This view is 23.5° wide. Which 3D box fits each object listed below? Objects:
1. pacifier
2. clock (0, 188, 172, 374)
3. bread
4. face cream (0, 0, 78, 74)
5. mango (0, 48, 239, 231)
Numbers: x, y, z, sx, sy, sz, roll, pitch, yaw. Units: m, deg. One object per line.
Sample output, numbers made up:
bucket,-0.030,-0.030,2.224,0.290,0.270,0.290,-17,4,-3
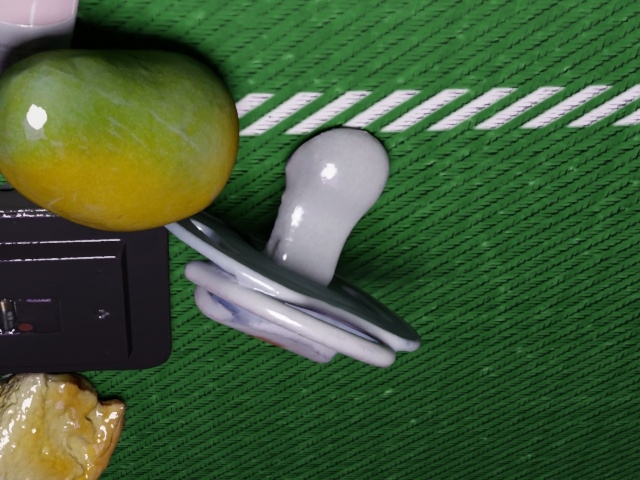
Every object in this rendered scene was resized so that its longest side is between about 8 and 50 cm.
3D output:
pacifier,0.000,0.000,1.356,0.279,0.227,0.207,25,95,-35
clock,-0.279,0.052,1.464,0.273,0.049,0.279,-2,145,-5
bread,-0.329,0.246,1.653,0.252,0.133,0.174,-26,138,27
face cream,-0.236,-0.149,1.185,0.084,0.057,0.198,3,142,-17
mango,-0.160,-0.079,1.196,0.156,0.114,0.251,-45,158,23
